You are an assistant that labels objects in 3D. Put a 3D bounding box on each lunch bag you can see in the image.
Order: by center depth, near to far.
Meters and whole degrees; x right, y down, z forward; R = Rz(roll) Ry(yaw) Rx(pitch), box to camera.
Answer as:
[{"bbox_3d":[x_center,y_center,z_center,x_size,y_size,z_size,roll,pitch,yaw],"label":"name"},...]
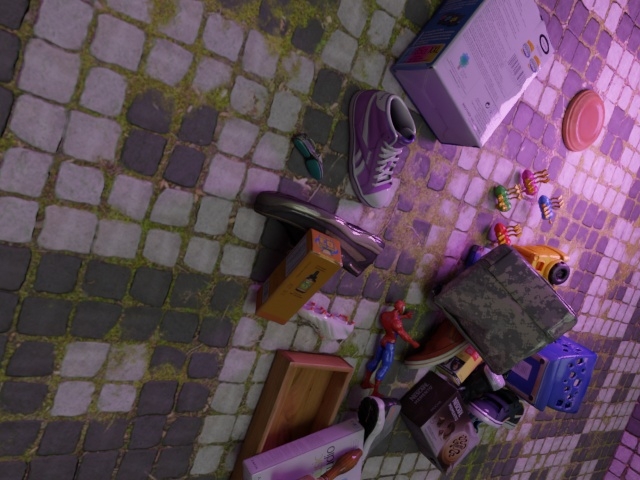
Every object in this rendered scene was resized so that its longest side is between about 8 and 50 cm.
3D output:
[{"bbox_3d":[0.496,0.193,1.325,0.256,0.305,0.212,-37,167,-5],"label":"lunch bag"}]

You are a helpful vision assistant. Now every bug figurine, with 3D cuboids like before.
[{"bbox_3d":[0.622,-0.100,1.460,0.279,0.072,0.216,-29,114,-17],"label":"bug figurine"}]

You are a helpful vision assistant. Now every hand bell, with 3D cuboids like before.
[{"bbox_3d":[0.015,0.573,1.136,0.242,0.126,0.126,-17,115,-41],"label":"hand bell"}]

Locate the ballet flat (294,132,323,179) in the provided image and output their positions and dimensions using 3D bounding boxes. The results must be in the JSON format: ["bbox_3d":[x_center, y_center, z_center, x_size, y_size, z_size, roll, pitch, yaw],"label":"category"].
[{"bbox_3d":[-0.017,-0.186,1.033,0.041,0.041,0.114,-41,125,-15],"label":"ballet flat"}]

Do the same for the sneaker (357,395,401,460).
[{"bbox_3d":[0.142,0.528,1.305,0.108,0.100,0.271,1,130,-28],"label":"sneaker"}]

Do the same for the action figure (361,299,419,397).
[{"bbox_3d":[0.214,0.298,1.323,0.139,0.091,0.280,5,105,-28],"label":"action figure"}]

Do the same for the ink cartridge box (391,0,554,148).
[{"bbox_3d":[0.391,-0.458,1.134,0.395,0.151,0.270,-51,127,-6],"label":"ink cartridge box"}]

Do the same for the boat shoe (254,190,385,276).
[{"bbox_3d":[0.000,0.000,1.052,0.356,0.132,0.130,23,92,-35],"label":"boat shoe"}]

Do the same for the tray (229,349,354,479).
[{"bbox_3d":[-0.080,0.486,1.205,0.203,0.076,0.410,16,98,-36],"label":"tray"}]

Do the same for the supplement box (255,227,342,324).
[{"bbox_3d":[-0.050,0.082,1.002,0.078,0.080,0.233,26,129,-23],"label":"supplement box"}]

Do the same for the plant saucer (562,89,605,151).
[{"bbox_3d":[0.866,-0.388,1.541,0.200,0.037,0.199,-12,113,-30],"label":"plant saucer"}]

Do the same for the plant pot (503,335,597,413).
[{"bbox_3d":[0.776,0.451,1.663,0.212,0.236,0.235,5,104,-27],"label":"plant pot"}]

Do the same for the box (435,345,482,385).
[{"bbox_3d":[0.479,0.349,1.515,0.232,0.087,0.058,-42,124,-13],"label":"box"}]

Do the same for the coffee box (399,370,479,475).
[{"bbox_3d":[0.379,0.585,1.511,0.168,0.119,0.297,-37,123,-16],"label":"coffee box"}]

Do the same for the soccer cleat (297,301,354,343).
[{"bbox_3d":[0.007,0.209,1.171,0.196,0.068,0.076,28,93,-39],"label":"soccer cleat"}]

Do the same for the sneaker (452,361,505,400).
[{"bbox_3d":[0.519,0.459,1.570,0.153,0.101,0.269,-25,161,16],"label":"sneaker"}]

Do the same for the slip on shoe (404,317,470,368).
[{"bbox_3d":[0.386,0.291,1.433,0.332,0.123,0.101,-27,85,-17],"label":"slip on shoe"}]

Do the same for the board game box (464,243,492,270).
[{"bbox_3d":[0.495,0.064,1.466,0.090,0.020,0.090,13,100,-36],"label":"board game box"}]

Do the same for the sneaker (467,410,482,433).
[{"bbox_3d":[0.518,0.671,1.669,0.053,0.059,0.144,34,87,-39],"label":"sneaker"}]

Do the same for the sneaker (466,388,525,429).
[{"bbox_3d":[0.628,0.583,1.673,0.321,0.126,0.127,28,94,-47],"label":"sneaker"}]

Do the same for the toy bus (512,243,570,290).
[{"bbox_3d":[0.663,0.121,1.531,0.212,0.149,0.220,5,106,-21],"label":"toy bus"}]

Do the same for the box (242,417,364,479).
[{"bbox_3d":[-0.038,0.607,1.195,0.322,0.058,0.232,-9,111,-29],"label":"box"}]

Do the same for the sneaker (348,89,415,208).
[{"bbox_3d":[0.142,-0.190,1.061,0.102,0.161,0.281,-25,120,-26],"label":"sneaker"}]
